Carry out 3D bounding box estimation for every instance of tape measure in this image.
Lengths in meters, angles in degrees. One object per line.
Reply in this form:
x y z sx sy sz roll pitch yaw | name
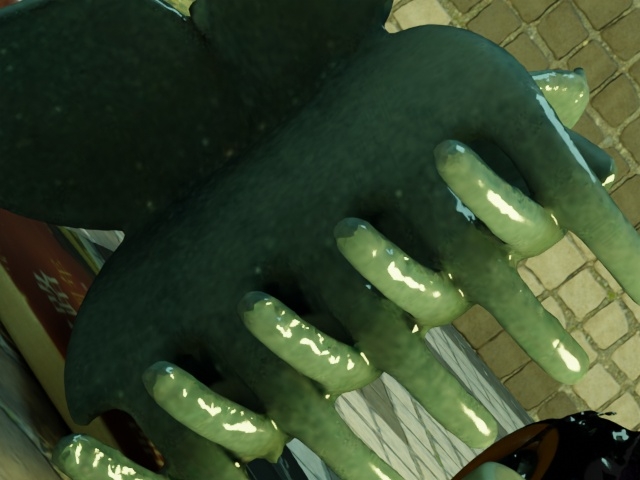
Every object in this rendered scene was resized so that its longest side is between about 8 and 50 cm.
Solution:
0.161 0.230 1.449 0.135 0.223 0.202 51 35 -12 | tape measure

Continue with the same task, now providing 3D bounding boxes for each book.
-0.097 0.105 1.204 0.262 0.028 0.374 56 7 16 | book

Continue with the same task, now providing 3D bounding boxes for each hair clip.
0.000 0.000 1.006 0.392 0.318 0.238 44 17 -39 | hair clip

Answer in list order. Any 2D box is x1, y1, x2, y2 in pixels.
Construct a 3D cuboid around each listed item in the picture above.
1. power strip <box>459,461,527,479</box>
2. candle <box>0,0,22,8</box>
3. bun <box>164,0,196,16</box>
0.155 0.320 1.160 0.357 0.161 0.357 51 7 -9 | power strip
-0.247 -0.186 1.327 0.317 0.131 0.287 55 10 33 | candle
-0.159 -0.146 1.573 0.259 0.152 0.259 45 10 -10 | bun
